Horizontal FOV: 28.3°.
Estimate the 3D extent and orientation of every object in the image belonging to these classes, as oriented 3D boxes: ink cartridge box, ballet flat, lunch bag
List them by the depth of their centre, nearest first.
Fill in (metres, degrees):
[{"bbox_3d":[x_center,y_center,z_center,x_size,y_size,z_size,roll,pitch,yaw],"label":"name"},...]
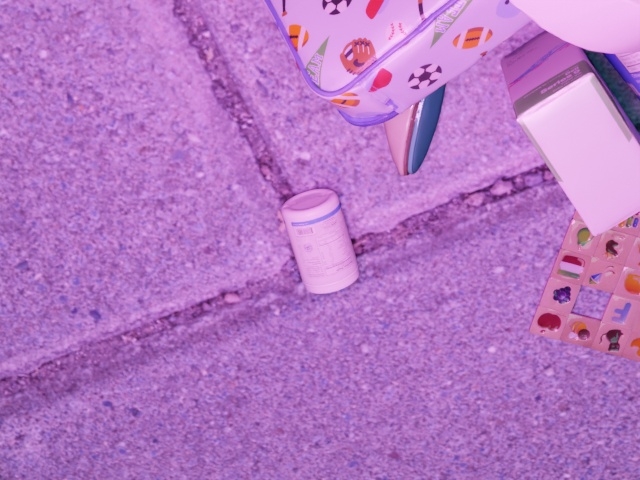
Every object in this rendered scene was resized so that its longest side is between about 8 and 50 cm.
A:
[{"bbox_3d":[0.091,-0.280,1.273,0.303,0.243,0.115,-35,147,16],"label":"lunch bag"},{"bbox_3d":[0.270,-0.123,1.329,0.093,0.212,0.154,-33,108,14],"label":"ink cartridge box"},{"bbox_3d":[0.106,-0.194,1.390,0.086,0.086,0.248,16,113,-3],"label":"ballet flat"}]

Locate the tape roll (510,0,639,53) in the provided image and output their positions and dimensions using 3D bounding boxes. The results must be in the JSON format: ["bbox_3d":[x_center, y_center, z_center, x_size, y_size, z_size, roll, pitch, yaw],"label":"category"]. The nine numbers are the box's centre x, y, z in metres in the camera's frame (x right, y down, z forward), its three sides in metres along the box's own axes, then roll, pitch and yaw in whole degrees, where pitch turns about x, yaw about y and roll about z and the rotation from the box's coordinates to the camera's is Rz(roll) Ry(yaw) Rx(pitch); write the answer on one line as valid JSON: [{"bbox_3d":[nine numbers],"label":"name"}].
[{"bbox_3d":[0.269,-0.316,1.134,0.286,0.286,0.100,37,155,-12],"label":"tape roll"}]

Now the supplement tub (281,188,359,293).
[{"bbox_3d":[0.000,0.000,1.483,0.071,0.071,0.107,-12,114,10],"label":"supplement tub"}]

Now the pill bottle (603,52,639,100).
[{"bbox_3d":[0.355,-0.234,1.304,0.152,0.152,0.272,-37,106,19],"label":"pill bottle"}]

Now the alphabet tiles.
[{"bbox_3d":[0.393,0.056,1.514,0.237,0.009,0.198,15,115,-3],"label":"alphabet tiles"}]
